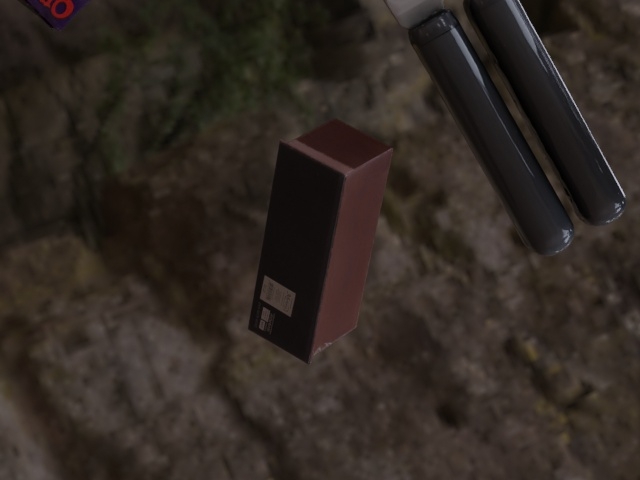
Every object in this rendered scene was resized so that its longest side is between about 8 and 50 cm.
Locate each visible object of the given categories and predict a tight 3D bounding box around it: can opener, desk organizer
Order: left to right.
[{"bbox_3d":[0.000,0.000,1.019,0.047,0.050,0.130,29,-53,26],"label":"desk organizer"},{"bbox_3d":[0.091,-0.124,1.078,0.280,0.074,0.093,60,-2,0],"label":"can opener"}]

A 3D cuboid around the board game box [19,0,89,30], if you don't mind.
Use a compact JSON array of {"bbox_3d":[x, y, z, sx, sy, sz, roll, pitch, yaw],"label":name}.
[{"bbox_3d":[-0.292,-0.269,1.228,0.208,0.056,0.347,50,-7,-35],"label":"board game box"}]
